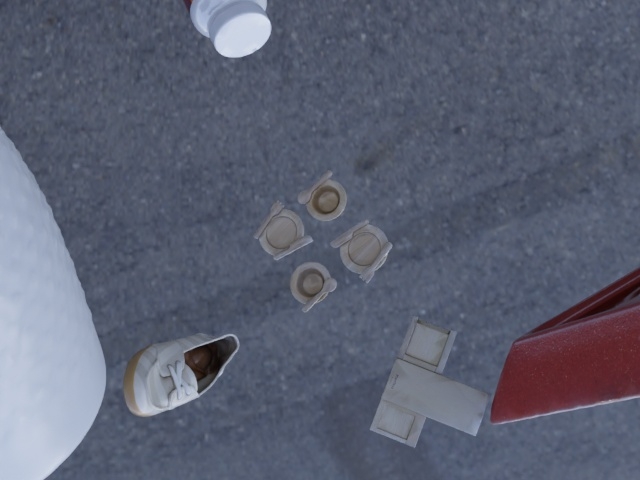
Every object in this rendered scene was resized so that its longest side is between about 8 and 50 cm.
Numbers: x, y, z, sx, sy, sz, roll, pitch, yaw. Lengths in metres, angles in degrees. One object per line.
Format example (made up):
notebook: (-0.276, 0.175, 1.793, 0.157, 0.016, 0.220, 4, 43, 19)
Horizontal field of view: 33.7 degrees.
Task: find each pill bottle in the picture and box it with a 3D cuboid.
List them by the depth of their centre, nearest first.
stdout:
pill bottle: (-0.109, -0.275, 1.143, 0.086, 0.152, 0.086, -20, 151, -11)

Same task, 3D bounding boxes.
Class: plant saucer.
plant saucer: (0.255, 0.024, 0.656, 0.258, 0.048, 0.259, -25, 176, -29)

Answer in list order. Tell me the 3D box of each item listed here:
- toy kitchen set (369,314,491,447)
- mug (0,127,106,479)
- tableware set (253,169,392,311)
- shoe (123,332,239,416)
toy kitchen set: (0.082, 0.105, 0.746, 0.068, 0.083, 0.075, 21, 175, 7)
mug: (-0.385, 0.010, 0.859, 0.374, 0.276, 0.328, 16, 134, 30)
tableware set: (0.000, 0.000, 1.354, 0.141, 0.169, 0.020, -39, 158, 8)
shoe: (-0.163, 0.150, 1.254, 0.058, 0.219, 0.076, -16, 94, 21)
